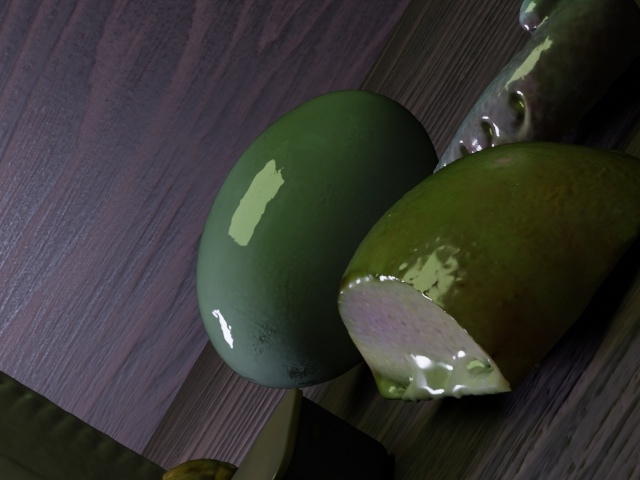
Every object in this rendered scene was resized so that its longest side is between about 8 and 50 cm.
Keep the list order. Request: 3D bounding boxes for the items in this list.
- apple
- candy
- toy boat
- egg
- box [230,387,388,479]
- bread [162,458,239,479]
[{"bbox_3d":[0.102,0.002,0.868,0.193,0.120,0.265,-50,6,-14],"label":"apple"},{"bbox_3d":[-0.278,0.293,1.416,0.145,0.359,0.208,-58,3,22],"label":"candy"},{"bbox_3d":[0.144,-0.106,0.985,0.155,0.085,0.227,-44,-2,-30],"label":"toy boat"},{"bbox_3d":[0.000,0.000,1.234,0.203,0.203,0.282,-141,76,-83],"label":"egg"},{"bbox_3d":[-0.033,0.225,1.000,0.201,0.090,0.144,-58,7,18],"label":"box"},{"bbox_3d":[-0.120,0.285,1.196,0.198,0.120,0.236,-63,0,-7],"label":"bread"}]
